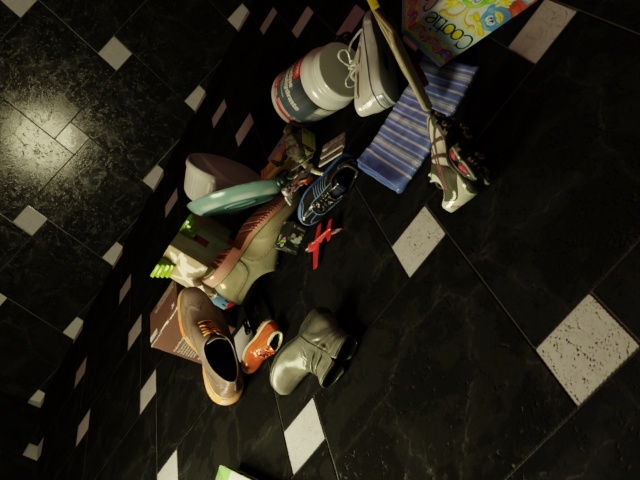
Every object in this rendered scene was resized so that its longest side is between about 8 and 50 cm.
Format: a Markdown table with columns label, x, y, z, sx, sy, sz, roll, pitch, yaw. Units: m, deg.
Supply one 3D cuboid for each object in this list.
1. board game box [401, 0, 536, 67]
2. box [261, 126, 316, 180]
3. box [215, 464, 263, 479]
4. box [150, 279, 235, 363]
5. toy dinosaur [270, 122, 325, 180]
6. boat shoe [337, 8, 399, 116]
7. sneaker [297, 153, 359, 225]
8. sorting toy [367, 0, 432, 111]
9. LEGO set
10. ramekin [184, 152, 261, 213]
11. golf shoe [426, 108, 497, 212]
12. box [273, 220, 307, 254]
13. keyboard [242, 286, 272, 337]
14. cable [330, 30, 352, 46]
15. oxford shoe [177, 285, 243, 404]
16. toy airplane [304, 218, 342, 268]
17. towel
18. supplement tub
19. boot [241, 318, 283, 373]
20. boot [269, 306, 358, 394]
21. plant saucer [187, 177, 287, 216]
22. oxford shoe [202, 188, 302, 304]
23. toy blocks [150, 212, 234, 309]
| label | x | y | z | sx | sy | sz | roll | pitch | yaw |
| --- | --- | --- | --- | --- | --- | --- | --- | --- | --- |
| board game box | 0.332 | -0.549 | 1.454 | 0.275 | 0.142 | 0.144 | -29 | 42 | 39 |
| box | -0.105 | -0.257 | 2.084 | 0.232 | 0.058 | 0.087 | -42 | 35 | 36 |
| box | -0.175 | 0.647 | 1.430 | 0.322 | 0.058 | 0.232 | -9 | 59 | 56 |
| box | -0.398 | 0.251 | 1.999 | 0.168 | 0.203 | 0.167 | -54 | 28 | 18 |
| toy dinosaur | -0.079 | -0.248 | 1.950 | 0.118 | 0.064 | 0.268 | -50 | 53 | 23 |
| boat shoe | 0.125 | -0.484 | 1.792 | 0.156 | 0.136 | 0.367 | -24 | 52 | 32 |
| sneaker | 0.020 | -0.127 | 1.729 | 0.232 | 0.081 | 0.090 | -54 | 21 | 15 |
| sorting toy | 0.172 | -0.465 | 1.475 | 0.041 | 0.307 | 0.229 | -27 | 38 | 12 |
| LEGO set | -0.025 | -0.198 | 1.813 | 0.244 | 0.060 | 0.182 | -30 | 20 | 17 |
| ramekin | -0.349 | -0.194 | 2.248 | 0.127 | 0.272 | 0.273 | -67 | 25 | 19 |
| golf shoe | 0.259 | -0.177 | 1.337 | 0.120 | 0.105 | 0.273 | -55 | 27 | 31 |
| box | -0.086 | -0.008 | 1.842 | 0.062 | 0.052 | 0.083 | 7 | 72 | 60 |
| keyboard | -0.187 | 0.218 | 1.859 | 0.108 | 0.023 | 0.180 | -51 | 28 | 10 |
| cable | 0.038 | -0.620 | 2.162 | 0.184 | 0.047 | 0.151 | -48 | 31 | 29 |
| oxford shoe | -0.295 | 0.260 | 1.769 | 0.364 | 0.130 | 0.133 | 59 | 151 | 26 |
| toy airplane | 0.000 | 0.000 | 1.711 | 0.151 | 0.028 | 0.151 | -42 | 33 | 36 |
| towel | 0.224 | -0.289 | 1.559 | 0.336 | 0.040 | 0.243 | -58 | 28 | 10 |
| supplement tub | -0.010 | -0.469 | 1.956 | 0.272 | 0.191 | 0.191 | -15 | 54 | 56 |
| boot | -0.153 | 0.290 | 1.701 | 0.158 | 0.059 | 0.084 | -61 | 32 | 2 |
| boot | -0.021 | 0.281 | 1.456 | 0.247 | 0.083 | 0.161 | -59 | 33 | 13 |
| plant saucer | -0.250 | -0.127 | 1.983 | 0.317 | 0.317 | 0.044 | -17 | 88 | 55 |
| oxford shoe | -0.172 | 0.012 | 1.904 | 0.397 | 0.146 | 0.140 | -50 | 18 | -15 |
| toy blocks | -0.342 | 0.057 | 2.028 | 0.191 | 0.261 | 0.381 | -53 | 11 | 23 |
